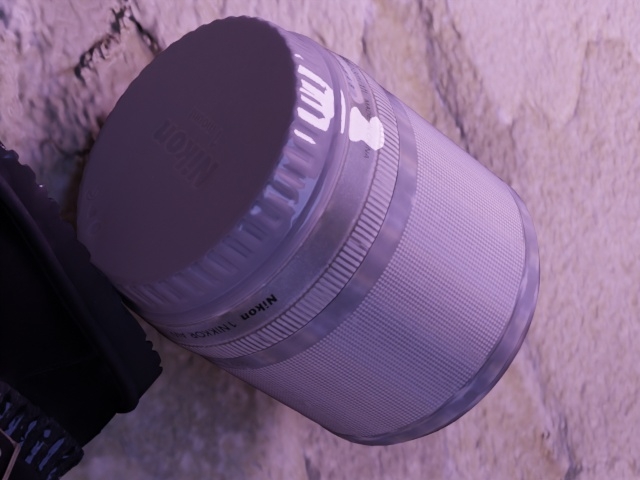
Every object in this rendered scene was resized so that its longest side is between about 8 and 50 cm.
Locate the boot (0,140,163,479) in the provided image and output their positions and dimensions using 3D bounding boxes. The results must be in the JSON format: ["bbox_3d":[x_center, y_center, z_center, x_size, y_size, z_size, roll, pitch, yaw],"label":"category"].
[{"bbox_3d":[-0.256,0.075,1.036,0.260,0.131,0.348,-52,126,-25],"label":"boot"}]

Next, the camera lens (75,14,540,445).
[{"bbox_3d":[0.000,0.000,1.200,0.274,0.219,0.219,34,72,-39],"label":"camera lens"}]
